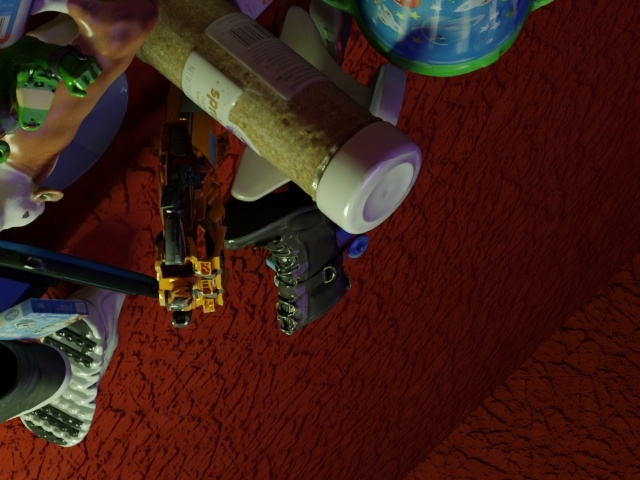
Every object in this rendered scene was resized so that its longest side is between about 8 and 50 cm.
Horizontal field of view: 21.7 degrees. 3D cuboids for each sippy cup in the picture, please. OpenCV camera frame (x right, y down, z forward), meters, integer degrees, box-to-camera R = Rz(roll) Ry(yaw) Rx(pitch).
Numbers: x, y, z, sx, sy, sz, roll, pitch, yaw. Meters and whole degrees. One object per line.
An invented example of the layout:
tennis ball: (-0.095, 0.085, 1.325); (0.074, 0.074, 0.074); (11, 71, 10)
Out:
sippy cup: (0.152, -0.345, 2.021); (0.305, 0.240, 0.224); (-35, 167, -10)

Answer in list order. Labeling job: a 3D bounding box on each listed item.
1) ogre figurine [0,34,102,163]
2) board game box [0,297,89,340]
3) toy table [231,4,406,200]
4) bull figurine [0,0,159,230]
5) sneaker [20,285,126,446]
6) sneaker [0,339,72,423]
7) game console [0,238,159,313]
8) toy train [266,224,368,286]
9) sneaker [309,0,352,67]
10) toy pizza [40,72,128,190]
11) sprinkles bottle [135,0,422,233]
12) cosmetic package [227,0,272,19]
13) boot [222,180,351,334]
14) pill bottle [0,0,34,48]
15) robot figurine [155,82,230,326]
ogre figurine: (-0.310, -0.128, 1.573); (0.097, 0.118, 0.197); (33, 99, -38)
board game box: (-0.323, 0.090, 1.878); (0.090, 0.020, 0.090); (-24, 163, 32)
toy table: (-0.001, -0.154, 2.086); (0.274, 0.161, 0.252); (121, -14, -71)
bull figurine: (-0.293, -0.158, 1.709); (0.310, 0.101, 0.188); (-55, 140, 1)
sneaker: (-0.318, 0.162, 2.190); (0.118, 0.110, 0.292); (-57, 175, -46)
sneaker: (-0.444, 0.196, 1.952); (0.296, 0.104, 0.147); (-30, 161, 1)
game console: (-0.365, 0.087, 1.918); (0.293, 0.250, 0.173); (19, 84, -65)
toy train: (0.000, 0.000, 2.529); (0.184, 0.080, 0.105); (-36, 144, -22)
sneaker: (0.021, -0.269, 2.181); (0.065, 0.061, 0.158); (-41, 156, -34)
toy pizza: (-0.299, -0.128, 1.869); (0.201, 0.032, 0.201); (-38, 155, -22)
sprinkles bottle: (-0.053, -0.156, 1.848); (0.121, 0.355, 0.121); (-39, 154, -23)
cosmetic package: (-0.096, -0.342, 1.864); (0.099, 0.060, 0.239); (-46, 156, -5)
boot: (-0.045, 0.034, 2.385); (0.263, 0.091, 0.229); (-25, 127, -39)
pill bottle: (-0.299, -0.294, 1.506); (0.124, 0.124, 0.221); (-20, 143, -49)
robot figurine: (-0.150, -0.045, 1.982); (0.085, 0.291, 0.211); (-1, 146, -1)
